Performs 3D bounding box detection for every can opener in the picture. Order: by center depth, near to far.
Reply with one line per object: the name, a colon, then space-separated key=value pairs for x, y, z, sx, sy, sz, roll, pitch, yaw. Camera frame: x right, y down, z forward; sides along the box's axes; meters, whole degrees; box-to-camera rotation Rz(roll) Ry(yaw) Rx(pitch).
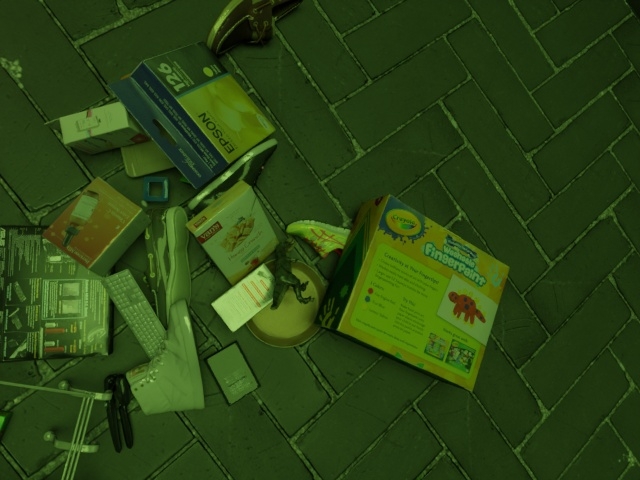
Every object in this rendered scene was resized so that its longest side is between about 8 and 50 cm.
can opener: x=-0.476 y=0.405 z=1.042 sx=0.059 sy=0.073 sz=0.186 roll=-3 pitch=92 yaw=-24

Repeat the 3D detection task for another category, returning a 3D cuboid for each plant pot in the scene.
plant pot: x=-0.098 y=0.167 z=1.198 sx=0.236 sy=0.032 sz=0.237 roll=2 pitch=82 yaw=-17

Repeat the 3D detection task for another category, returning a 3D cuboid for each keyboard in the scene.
keyboard: x=-0.423 y=0.188 z=1.053 sx=0.072 sy=0.014 sz=0.256 roll=-20 pitch=111 yaw=9

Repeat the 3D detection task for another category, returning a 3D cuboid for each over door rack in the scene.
over door rack: x=-0.637 y=0.417 z=0.941 sx=0.323 sy=0.108 sz=0.240 roll=12 pitch=74 yaw=-13

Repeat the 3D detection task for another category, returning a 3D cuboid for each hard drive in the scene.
hard drive: x=-0.226 y=0.340 z=1.141 sx=0.094 sy=0.022 sz=0.135 roll=-28 pitch=91 yaw=-18

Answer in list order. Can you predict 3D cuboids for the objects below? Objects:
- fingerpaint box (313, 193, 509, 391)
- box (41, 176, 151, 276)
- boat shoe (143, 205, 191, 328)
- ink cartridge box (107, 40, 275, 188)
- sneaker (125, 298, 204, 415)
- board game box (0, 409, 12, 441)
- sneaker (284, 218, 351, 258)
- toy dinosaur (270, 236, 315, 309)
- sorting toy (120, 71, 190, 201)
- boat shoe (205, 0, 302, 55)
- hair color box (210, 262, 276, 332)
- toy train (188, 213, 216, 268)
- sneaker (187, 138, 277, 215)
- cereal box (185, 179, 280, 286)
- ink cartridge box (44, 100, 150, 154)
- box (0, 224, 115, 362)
fingerpaint box: x=0.258 y=0.146 z=1.213 sx=0.444 sy=0.163 sz=0.372 roll=27 pitch=76 yaw=-20
box: x=-0.492 y=-0.028 z=0.989 sx=0.130 sy=0.091 sz=0.171 roll=34 pitch=72 yaw=2
boat shoe: x=-0.382 y=0.069 z=1.095 sx=0.091 sy=0.109 sz=0.306 roll=0 pitch=91 yaw=8
ink cartridge box: x=-0.300 y=-0.326 z=1.107 sx=0.304 sy=0.072 sz=0.307 roll=51 pitch=41 yaw=-12
sneaker: x=-0.367 y=0.282 z=1.027 sx=0.169 sy=0.108 sz=0.293 roll=-6 pitch=109 yaw=-15
board game box: x=-0.866 y=0.438 z=0.930 sx=0.316 sy=0.046 sz=0.214 roll=18 pitch=79 yaw=-13
sneaker: x=0.000 y=0.000 z=1.225 sx=0.208 sy=0.081 sz=0.094 roll=12 pitch=81 yaw=-15
toy dinosaur: x=-0.076 y=0.107 z=1.125 sx=0.118 sy=0.064 sz=0.268 roll=38 pitch=29 yaw=-25
sorting toy: x=-0.415 y=-0.269 z=1.145 sx=0.195 sy=0.047 sz=0.348 roll=-14 pitch=87 yaw=-2
boat shoe: x=-0.175 y=-0.618 z=1.243 sx=0.123 sy=0.123 sz=0.342 roll=42 pitch=67 yaw=-6
hair color box: x=-0.186 y=0.145 z=1.131 sx=0.167 sy=0.053 sz=0.093 roll=-37 pitch=93 yaw=-16
toy train: x=-0.304 y=-0.001 z=1.164 sx=0.036 sy=0.027 sz=0.159 roll=-27 pitch=91 yaw=-21
sneaker: x=-0.194 y=-0.136 z=1.182 sx=0.296 sy=0.104 sz=0.147 roll=-45 pitch=101 yaw=-14
cereal box: x=-0.206 y=-0.011 z=1.098 sx=0.173 sy=0.240 sz=0.047 roll=-43 pitch=56 yaw=-16
ink cartridge box: x=-0.531 y=-0.261 z=1.062 sx=0.197 sy=0.115 sz=0.067 roll=-13 pitch=87 yaw=3
box: x=-0.614 y=0.118 z=1.031 sx=0.242 sy=0.076 sz=0.308 roll=-1 pitch=83 yaw=-16
